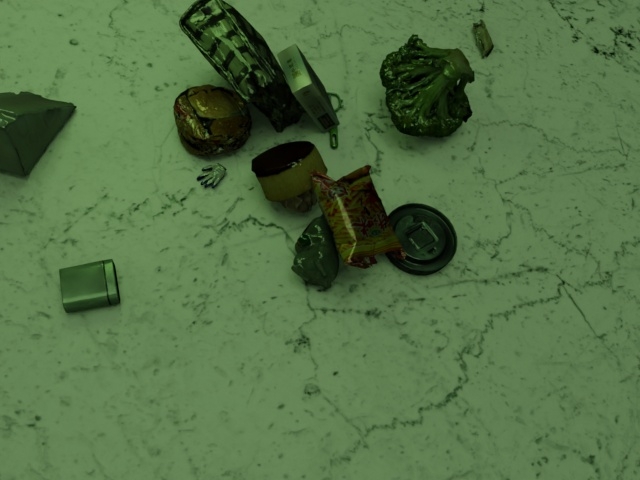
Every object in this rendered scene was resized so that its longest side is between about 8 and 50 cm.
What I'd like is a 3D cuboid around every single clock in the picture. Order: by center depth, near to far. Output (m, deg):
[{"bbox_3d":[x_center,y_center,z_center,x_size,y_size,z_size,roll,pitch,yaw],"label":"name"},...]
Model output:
[{"bbox_3d":[0.275,-0.003,1.806,0.214,0.042,0.215,4,62,-7],"label":"clock"}]

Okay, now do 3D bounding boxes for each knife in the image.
[{"bbox_3d":[0.048,-0.369,1.975,0.054,0.015,0.212,4,62,-9],"label":"knife"}]

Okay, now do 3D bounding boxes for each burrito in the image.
[{"bbox_3d":[0.561,-0.693,2.211,0.055,0.041,0.149,-12,68,0],"label":"burrito"}]

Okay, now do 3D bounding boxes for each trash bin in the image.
[{"bbox_3d":[-0.573,0.112,1.600,0.129,0.059,0.116,-11,63,-13],"label":"trash bin"}]

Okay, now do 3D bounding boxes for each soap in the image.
[{"bbox_3d":[-0.799,-0.349,1.691,0.158,0.258,0.302,18,61,2],"label":"soap"}]

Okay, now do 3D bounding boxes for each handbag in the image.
[{"bbox_3d":[-0.207,-0.495,1.831,0.162,0.325,0.327,-37,76,11],"label":"handbag"}]

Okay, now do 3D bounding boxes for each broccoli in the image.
[{"bbox_3d":[0.319,-0.462,1.920,0.303,0.283,0.321,-32,90,-33],"label":"broccoli"}]

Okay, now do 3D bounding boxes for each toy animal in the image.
[{"bbox_3d":[-0.001,0.002,1.734,0.125,0.127,0.251,6,47,7],"label":"toy animal"}]

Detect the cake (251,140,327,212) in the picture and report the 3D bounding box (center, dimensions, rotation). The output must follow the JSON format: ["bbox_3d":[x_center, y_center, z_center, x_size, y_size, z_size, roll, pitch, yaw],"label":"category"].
[{"bbox_3d":[-0.076,-0.162,1.777,0.207,0.178,0.185,1,34,28],"label":"cake"}]

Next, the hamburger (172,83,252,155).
[{"bbox_3d":[-0.312,-0.348,1.858,0.230,0.107,0.231,5,58,-7],"label":"hamburger"}]

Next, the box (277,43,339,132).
[{"bbox_3d":[-0.031,-0.437,1.868,0.067,0.243,0.155,-27,66,11],"label":"box"}]

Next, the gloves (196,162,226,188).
[{"bbox_3d":[-0.309,-0.184,1.816,0.064,0.026,0.086,33,67,10],"label":"gloves"}]

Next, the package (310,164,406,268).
[{"bbox_3d":[0.099,-0.061,1.706,0.223,0.108,0.288,-10,77,-39],"label":"package"}]
